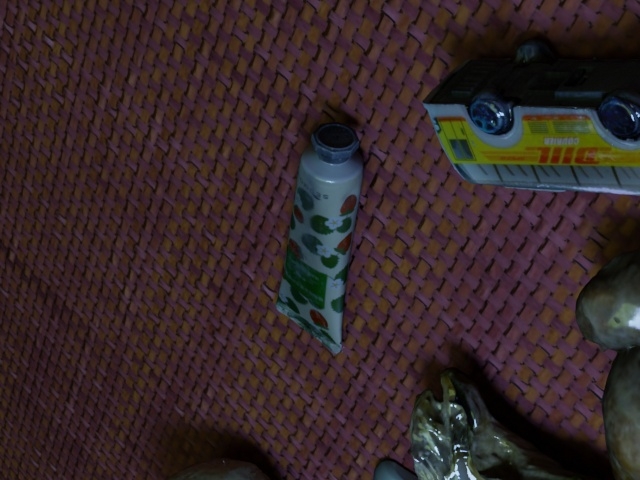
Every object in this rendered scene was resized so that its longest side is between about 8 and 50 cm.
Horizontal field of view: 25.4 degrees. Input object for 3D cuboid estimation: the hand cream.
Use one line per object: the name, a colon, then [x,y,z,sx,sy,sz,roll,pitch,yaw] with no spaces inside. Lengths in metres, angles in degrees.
hand cream: [0.000,0.000,1.412,0.095,0.059,0.276,35,141,26]

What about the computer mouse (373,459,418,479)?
computer mouse: [0.096,0.278,1.519,0.110,0.032,0.056,24,132,32]

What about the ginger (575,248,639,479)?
ginger: [0.322,0.136,1.101,0.304,0.155,0.244,25,114,38]

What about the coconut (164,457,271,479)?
coconut: [-0.124,0.348,1.677,0.194,0.194,0.194,25,131,32]

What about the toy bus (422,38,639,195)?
toy bus: [0.213,-0.092,1.114,0.268,0.092,0.106,6,130,42]

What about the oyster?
oyster: [0.199,0.274,1.340,0.337,0.133,0.197,43,141,18]
